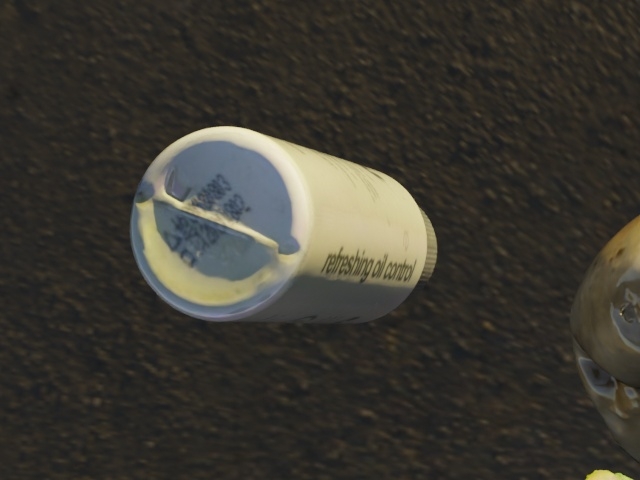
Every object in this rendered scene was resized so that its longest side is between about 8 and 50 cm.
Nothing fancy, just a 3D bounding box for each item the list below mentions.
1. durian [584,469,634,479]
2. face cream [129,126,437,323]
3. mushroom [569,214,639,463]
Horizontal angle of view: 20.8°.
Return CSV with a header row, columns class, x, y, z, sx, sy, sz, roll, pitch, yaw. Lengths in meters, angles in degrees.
class,x,y,z,sx,sy,sz,roll,pitch,yaw
durian,0.305,0.324,1.434,0.352,0.158,0.169,36,90,35
face cream,0.000,0.000,0.926,0.092,0.311,0.092,-1,87,17
mushroom,0.276,0.116,1.058,0.293,0.292,0.290,9,58,25
